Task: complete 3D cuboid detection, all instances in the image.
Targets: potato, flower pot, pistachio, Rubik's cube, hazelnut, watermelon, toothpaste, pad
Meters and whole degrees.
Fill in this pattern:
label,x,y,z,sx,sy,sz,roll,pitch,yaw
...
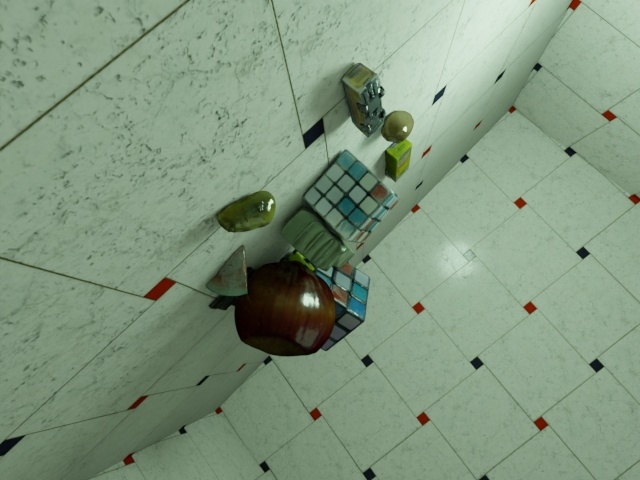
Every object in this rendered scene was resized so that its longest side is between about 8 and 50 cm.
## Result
label,x,y,z,sx,sy,sz,roll,pitch,yaw
potato,-0.211,-0.081,1.183,0.188,0.105,0.085,-23,174,-29
flower pot,0.000,0.000,1.682,0.164,0.254,0.367,-48,167,9
pistachio,0.314,-0.459,1.626,0.108,0.126,0.185,-1,-154,42
Rubik's cube,0.024,0.308,2.139,0.362,0.359,0.363,-47,-163,30
hazelnut,-0.137,0.300,1.683,0.402,0.429,0.402,-49,-151,40
watermelon,-0.290,0.125,1.489,0.202,0.136,0.207,-46,-178,25
toothpaste,0.389,-0.402,2.026,0.110,0.077,0.327,-45,166,-2
Rubik's cube,0.128,-0.162,1.588,0.259,0.256,0.253,-49,165,8
pad,-0.356,0.207,1.707,0.233,0.022,0.174,-46,165,-4

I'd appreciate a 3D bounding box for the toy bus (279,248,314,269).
label,x,y,z,sx,sy,sz,roll,pitch,yaw
toy bus,-0.154,0.177,1.933,0.262,0.150,0.128,-47,167,2

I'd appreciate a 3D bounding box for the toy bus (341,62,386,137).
label,x,y,z,sx,sy,sz,roll,pitch,yaw
toy bus,0.133,-0.414,1.221,0.092,0.106,0.268,-46,163,-1
